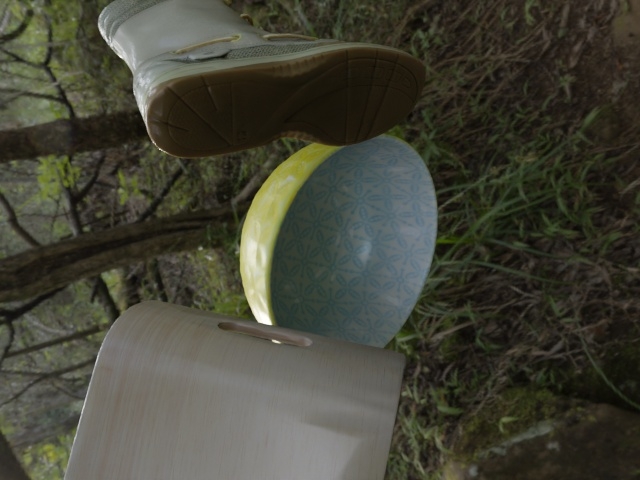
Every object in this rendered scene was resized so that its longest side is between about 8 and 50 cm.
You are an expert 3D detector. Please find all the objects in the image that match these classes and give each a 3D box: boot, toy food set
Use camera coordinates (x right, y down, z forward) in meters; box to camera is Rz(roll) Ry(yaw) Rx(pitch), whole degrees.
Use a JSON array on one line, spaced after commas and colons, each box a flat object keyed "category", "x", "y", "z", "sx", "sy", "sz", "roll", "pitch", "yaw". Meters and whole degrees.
[{"category": "boot", "x": -0.043, "y": -0.138, "z": 0.424, "sx": 0.165, "sy": 0.213, "sz": 0.077, "roll": 53, "pitch": 145, "yaw": 39}, {"category": "toy food set", "x": -0.073, "y": 0.213, "z": 0.418, "sx": 0.092, "sy": 0.219, "sz": 0.306, "roll": 50, "pitch": -128, "yaw": -77}]

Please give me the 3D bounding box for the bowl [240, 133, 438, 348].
[{"category": "bowl", "x": 0.000, "y": 0.000, "z": 0.705, "sx": 0.156, "sy": 0.289, "sz": 0.289, "roll": 20, "pitch": 129, "yaw": 43}]
